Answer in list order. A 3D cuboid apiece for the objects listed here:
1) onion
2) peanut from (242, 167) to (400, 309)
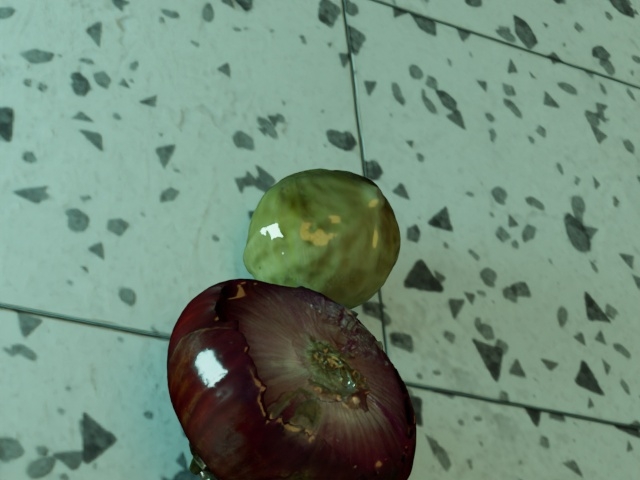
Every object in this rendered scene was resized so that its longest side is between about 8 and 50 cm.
[{"bbox_3d":[-0.029,0.139,1.331,0.248,0.161,0.248,25,50,-34],"label":"onion"},{"bbox_3d":[0.000,0.000,1.484,0.159,0.109,0.141,-11,56,-28],"label":"peanut"}]
